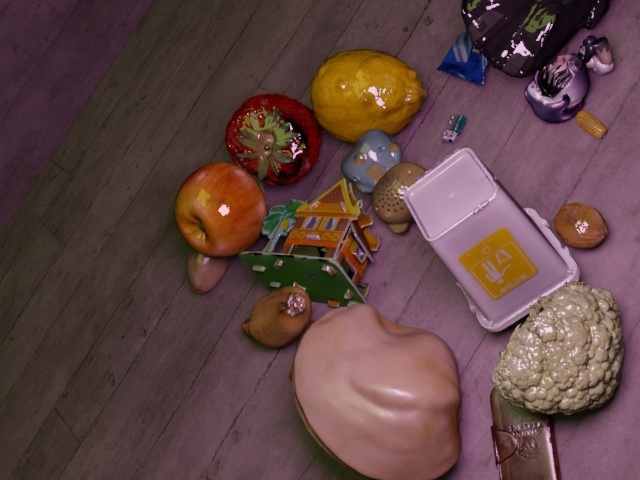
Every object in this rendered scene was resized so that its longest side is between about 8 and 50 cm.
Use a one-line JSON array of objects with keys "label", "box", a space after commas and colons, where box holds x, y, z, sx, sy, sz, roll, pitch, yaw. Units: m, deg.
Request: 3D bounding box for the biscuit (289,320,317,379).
[{"label": "biscuit", "box": [0.040, 0.301, 1.731, 0.254, 0.029, 0.172, 2, 68, 36]}]

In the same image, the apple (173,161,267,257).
[{"label": "apple", "box": [-0.297, -0.085, 1.948, 0.285, 0.286, 0.233, -2, 24, 35]}]

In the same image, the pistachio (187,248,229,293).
[{"label": "pistachio", "box": [-0.358, 0.076, 2.085, 0.186, 0.126, 0.108, -67, 10, -9]}]

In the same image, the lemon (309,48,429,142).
[{"label": "lemon", "box": [0.126, -0.407, 1.884, 0.316, 0.285, 0.285, 37, 91, 14]}]

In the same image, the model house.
[{"label": "model house", "box": [0.000, 0.000, 1.830, 0.357, 0.243, 0.313, 2, 52, 38]}]

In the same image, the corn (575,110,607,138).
[{"label": "corn", "box": [0.650, -0.279, 1.590, 0.037, 0.037, 0.092, -43, 52, 9]}]

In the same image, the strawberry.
[{"label": "strawberry", "box": [-0.131, -0.305, 2.018, 0.291, 0.310, 0.292, 0, 92, 12]}]

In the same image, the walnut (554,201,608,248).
[{"label": "walnut", "box": [0.579, -0.033, 1.473, 0.105, 0.105, 0.124, -51, 48, 2]}]

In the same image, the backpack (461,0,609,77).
[{"label": "backpack", "box": [0.533, -0.612, 1.631, 0.446, 0.363, 0.255, -54, 17, -3]}]

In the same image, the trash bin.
[{"label": "trash bin", "box": [0.353, -0.017, 1.439, 0.255, 0.367, 0.296, -36, 40, 16]}]

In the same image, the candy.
[{"label": "candy", "box": [0.478, -0.589, 1.844, 0.331, 0.077, 0.187, -52, 43, -1]}]

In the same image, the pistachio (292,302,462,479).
[{"label": "pistachio", "box": [0.135, 0.336, 1.481, 0.365, 0.282, 0.445, -32, 59, -21]}]

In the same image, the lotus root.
[{"label": "lotus root", "box": [-0.109, 0.207, 1.792, 0.303, 0.130, 0.146, -36, 37, 51]}]

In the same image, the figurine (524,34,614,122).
[{"label": "figurine", "box": [0.613, -0.390, 1.627, 0.222, 0.145, 0.145, -38, 51, 8]}]

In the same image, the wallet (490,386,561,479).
[{"label": "wallet", "box": [0.428, 0.428, 1.388, 0.137, 0.031, 0.256, -15, 59, 28]}]

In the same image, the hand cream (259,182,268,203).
[{"label": "hand cream", "box": [-0.251, -0.110, 2.135, 0.175, 0.046, 0.095, -32, 50, 16]}]

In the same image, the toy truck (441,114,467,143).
[{"label": "toy truck", "box": [0.366, -0.305, 1.804, 0.044, 0.039, 0.083, 21, 78, 26]}]

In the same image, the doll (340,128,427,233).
[{"label": "doll", "box": [0.184, -0.161, 1.753, 0.177, 0.161, 0.261, -47, 71, 20]}]

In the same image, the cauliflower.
[{"label": "cauliflower", "box": [0.480, 0.213, 1.358, 0.250, 0.274, 0.273, -174, 93, -72]}]
